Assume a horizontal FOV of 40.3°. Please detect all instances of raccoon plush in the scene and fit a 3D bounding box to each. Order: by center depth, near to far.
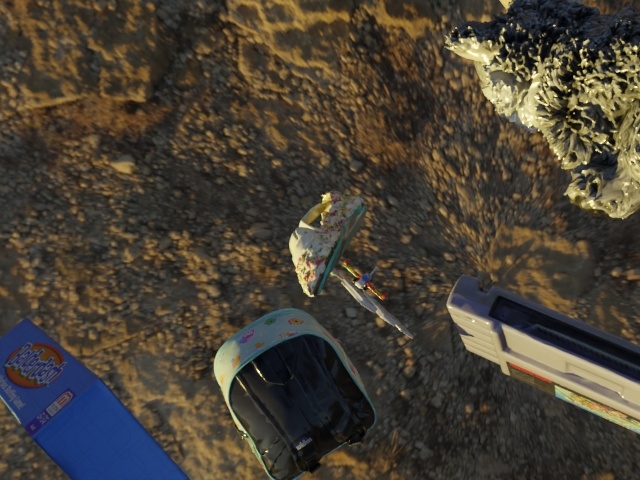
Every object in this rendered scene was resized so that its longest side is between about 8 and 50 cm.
[{"bbox_3d":[0.339,-0.235,0.900,0.299,0.216,0.446,54,136,14],"label":"raccoon plush"}]

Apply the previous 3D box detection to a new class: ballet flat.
[{"bbox_3d":[0.000,0.000,1.217,0.077,0.241,0.091,23,120,6],"label":"ballet flat"}]

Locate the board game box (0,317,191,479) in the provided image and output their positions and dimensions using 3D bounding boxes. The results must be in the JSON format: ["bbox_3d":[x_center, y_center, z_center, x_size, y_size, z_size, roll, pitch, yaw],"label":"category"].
[{"bbox_3d":[-0.114,0.151,0.540,0.047,0.160,0.210,-43,117,-20],"label":"board game box"}]

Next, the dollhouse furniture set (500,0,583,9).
[{"bbox_3d":[0.396,-0.496,1.545,0.212,0.242,0.161,-48,110,-9],"label":"dollhouse furniture set"}]

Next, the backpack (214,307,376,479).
[{"bbox_3d":[-0.040,0.178,1.086,0.165,0.144,0.188,-30,124,-1],"label":"backpack"}]

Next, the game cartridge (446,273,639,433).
[{"bbox_3d":[0.328,0.160,1.027,0.355,0.230,0.068,23,73,23],"label":"game cartridge"}]

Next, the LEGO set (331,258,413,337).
[{"bbox_3d":[0.085,0.079,1.724,0.060,0.182,0.244,-49,41,5],"label":"LEGO set"}]
